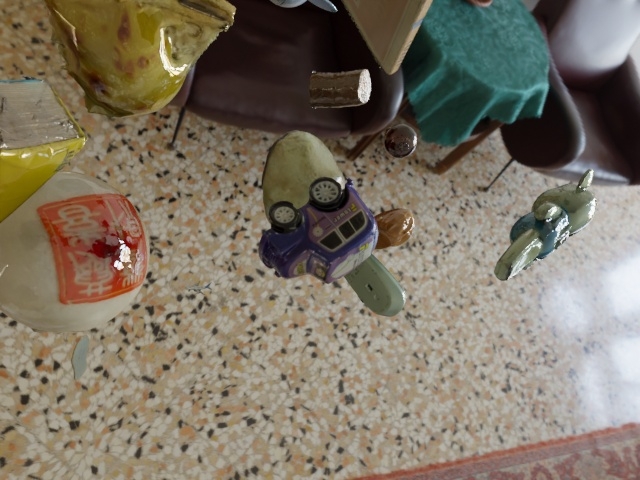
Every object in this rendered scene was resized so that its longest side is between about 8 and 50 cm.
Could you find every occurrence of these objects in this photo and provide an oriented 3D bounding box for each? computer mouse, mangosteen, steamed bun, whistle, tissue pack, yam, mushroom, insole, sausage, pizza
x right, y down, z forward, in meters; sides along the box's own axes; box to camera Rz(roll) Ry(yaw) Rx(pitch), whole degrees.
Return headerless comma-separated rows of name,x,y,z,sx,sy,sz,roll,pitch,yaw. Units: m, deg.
computer mouse,0.189,0.138,1.659,0.097,0.159,0.288,-17,60,-39
mangosteen,0.186,-0.233,1.094,0.081,0.081,0.080,11,64,-22
steamed bun,-0.552,0.024,1.065,0.374,0.241,0.374,11,77,-53
whistle,0.312,-0.017,0.661,0.236,0.114,0.077,-32,51,-30
tissue pack,-0.517,-0.108,0.708,0.134,0.271,0.192,54,21,-8
yam,0.041,-0.338,1.047,0.127,0.084,0.084,5,56,23
mushroom,-0.036,-0.140,1.203,0.190,0.164,0.266,16,93,-61
insole,-0.636,0.314,1.247,0.004,0.188,0.064,29,40,5
sausage,0.228,-0.036,1.618,0.136,0.241,0.120,-41,99,-27
pizza,-0.197,-0.209,0.527,0.204,0.188,0.080,-2,52,-9

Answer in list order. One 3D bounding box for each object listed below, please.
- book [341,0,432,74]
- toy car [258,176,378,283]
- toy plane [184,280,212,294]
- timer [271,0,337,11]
book,0.027,-0.222,0.294,0.018,0.242,0.170,-30,91,-2
toy car,0.000,0.000,0.933,0.235,0.172,0.158,-31,66,-16
toy plane,-0.382,0.148,1.473,0.085,0.024,0.078,-9,32,-21
timer,-0.046,-0.719,1.273,0.256,0.175,0.175,-18,77,-29
